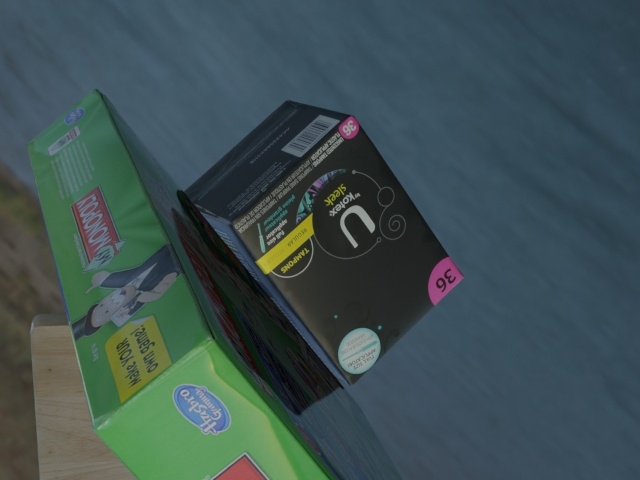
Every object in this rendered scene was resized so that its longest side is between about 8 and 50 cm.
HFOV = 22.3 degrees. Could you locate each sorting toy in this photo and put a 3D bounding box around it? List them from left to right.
[{"bbox_3d":[-0.158,0.163,1.655,0.089,0.257,0.255,-99,10,-56],"label":"sorting toy"}]

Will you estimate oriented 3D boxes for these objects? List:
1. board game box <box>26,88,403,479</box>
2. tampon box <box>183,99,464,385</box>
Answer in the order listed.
[{"bbox_3d":[-0.022,0.068,0.627,0.213,0.046,0.317,51,-179,-22],"label":"board game box"},{"bbox_3d":[0.000,0.000,1.169,0.161,0.120,0.101,53,165,-26],"label":"tampon box"}]
